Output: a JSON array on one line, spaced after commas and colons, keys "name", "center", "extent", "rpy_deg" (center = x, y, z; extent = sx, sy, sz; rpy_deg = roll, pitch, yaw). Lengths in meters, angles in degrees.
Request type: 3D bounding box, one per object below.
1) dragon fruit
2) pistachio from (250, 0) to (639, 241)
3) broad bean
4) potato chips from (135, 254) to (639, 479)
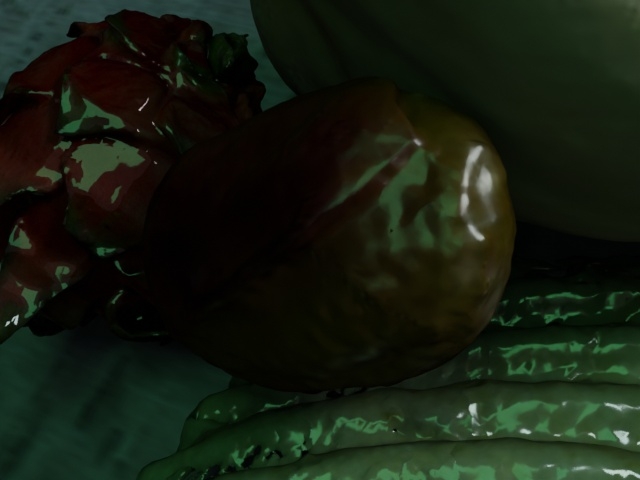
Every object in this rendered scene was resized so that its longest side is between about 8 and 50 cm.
[{"name": "dragon fruit", "center": [-0.135, -0.029, 0.740], "extent": [0.274, 0.192, 0.193], "rpy_deg": [-51, 32, 1]}, {"name": "pistachio", "center": [0.151, -0.144, 0.608], "extent": [0.446, 0.365, 0.281], "rpy_deg": [16, 89, 30]}, {"name": "broad bean", "center": [0.002, -0.001, 0.575], "extent": [0.229, 0.122, 0.156], "rpy_deg": [-8, 65, 42]}, {"name": "potato chips", "center": [0.075, 0.128, 0.595], "extent": [0.389, 0.097, 0.373], "rpy_deg": [10, 33, 26]}]
